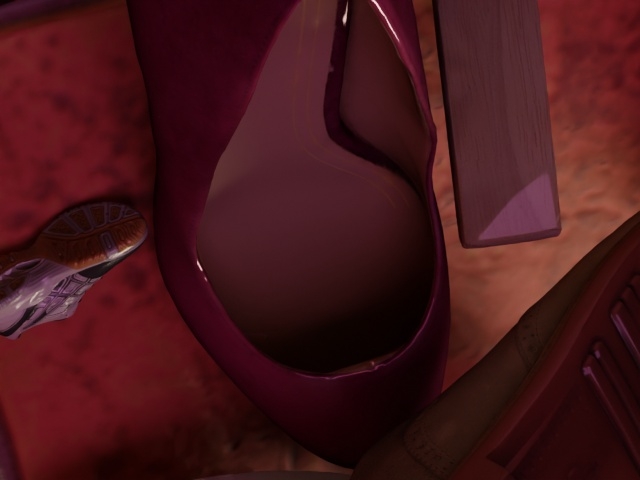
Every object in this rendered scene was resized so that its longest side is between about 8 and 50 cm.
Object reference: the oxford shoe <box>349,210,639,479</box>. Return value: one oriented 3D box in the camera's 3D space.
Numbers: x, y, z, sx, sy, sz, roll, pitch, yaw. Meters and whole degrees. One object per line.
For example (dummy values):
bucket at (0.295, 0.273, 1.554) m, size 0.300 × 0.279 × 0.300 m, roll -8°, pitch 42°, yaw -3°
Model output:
oxford shoe at (0.089, 0.081, 0.840) m, size 0.348 × 0.130 × 0.123 m, roll -42°, pitch 116°, yaw -37°

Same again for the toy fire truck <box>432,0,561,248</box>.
toy fire truck at (0.124, -0.124, 0.731) m, size 0.217 × 0.158 × 0.246 m, roll 7°, pitch 143°, yaw 4°

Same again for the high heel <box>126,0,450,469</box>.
high heel at (0.000, 0.000, 0.747) m, size 0.127 × 0.181 × 0.377 m, roll -26°, pitch 130°, yaw -4°

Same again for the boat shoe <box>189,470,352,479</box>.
boat shoe at (0.013, 0.166, 0.904) m, size 0.302 × 0.091 × 0.114 m, roll -2°, pitch 153°, yaw -18°

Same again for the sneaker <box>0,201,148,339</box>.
sneaker at (-0.109, 0.013, 0.816) m, size 0.083 × 0.032 × 0.037 m, roll -26°, pitch 141°, yaw 3°
